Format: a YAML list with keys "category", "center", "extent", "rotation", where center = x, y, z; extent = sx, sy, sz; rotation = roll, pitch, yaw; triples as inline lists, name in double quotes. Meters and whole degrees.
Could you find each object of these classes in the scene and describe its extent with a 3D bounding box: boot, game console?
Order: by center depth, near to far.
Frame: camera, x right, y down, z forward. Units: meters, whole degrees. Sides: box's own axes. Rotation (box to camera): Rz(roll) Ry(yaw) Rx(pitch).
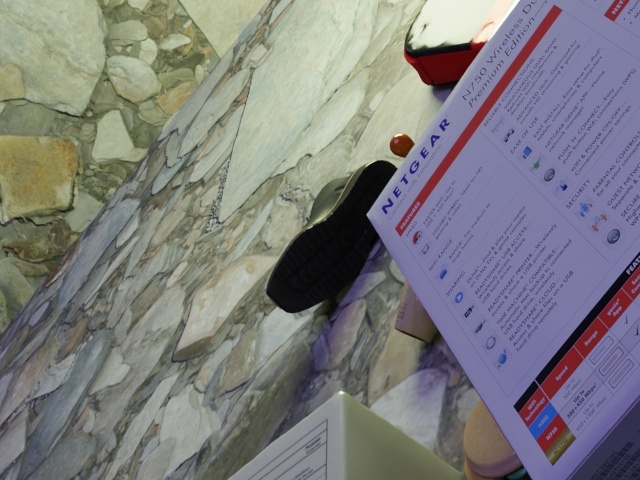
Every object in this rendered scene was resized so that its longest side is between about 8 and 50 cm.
- category: "game console"
  center: [0.272, -0.343, 1.064]
  extent: [0.386, 0.060, 0.342]
  rotation: [-59, 28, -13]
- category: "boot"
  center: [0.000, 0.000, 1.069]
  extent: [0.198, 0.077, 0.137]
  rotation: [-46, 14, -18]

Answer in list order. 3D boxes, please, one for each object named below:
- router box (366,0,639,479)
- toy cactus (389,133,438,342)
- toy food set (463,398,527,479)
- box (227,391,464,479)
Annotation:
- category: "router box"
  center: [0.193, -0.059, 0.565]
  extent: [0.335, 0.082, 0.301]
  rotation: [-55, 31, 19]
- category: "toy cactus"
  center: [0.108, -0.004, 0.825]
  extent: [0.219, 0.112, 0.180]
  rotation: [12, 77, 56]
- category: "toy food set"
  center: [0.132, 0.129, 0.661]
  extent: [0.082, 0.020, 0.083]
  rotation: [-32, 30, 42]
- category: "box"
  center: [0.009, 0.240, 0.596]
  extent: [0.148, 0.127, 0.232]
  rotation: [-42, 24, 26]
